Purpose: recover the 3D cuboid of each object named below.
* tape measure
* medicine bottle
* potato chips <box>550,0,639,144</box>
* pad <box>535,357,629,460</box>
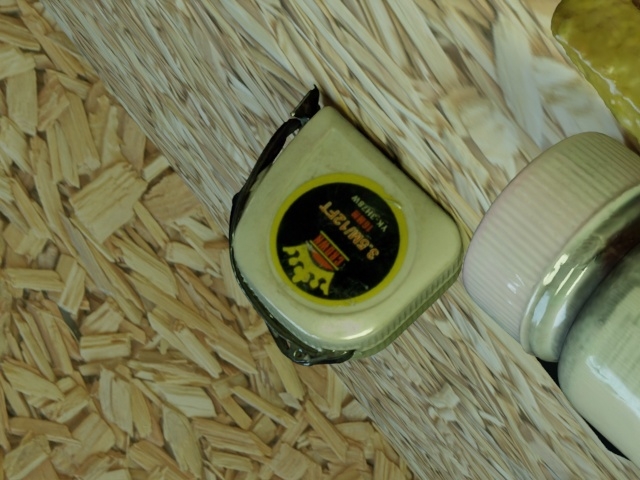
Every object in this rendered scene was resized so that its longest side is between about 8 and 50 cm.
[{"bbox_3d":[0.000,0.000,1.536,0.271,0.231,0.133,46,172,15],"label":"tape measure"},{"bbox_3d":[0.235,0.063,0.890,0.273,0.165,0.165,45,170,31],"label":"medicine bottle"},{"bbox_3d":[0.276,-0.004,0.749,0.407,0.057,0.080,45,174,25],"label":"potato chips"},{"bbox_3d":[0.324,0.187,1.476,0.202,0.005,0.300,51,171,-13],"label":"pad"}]
